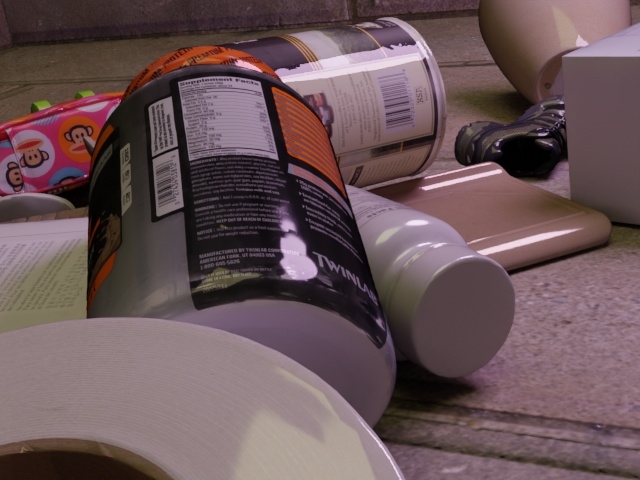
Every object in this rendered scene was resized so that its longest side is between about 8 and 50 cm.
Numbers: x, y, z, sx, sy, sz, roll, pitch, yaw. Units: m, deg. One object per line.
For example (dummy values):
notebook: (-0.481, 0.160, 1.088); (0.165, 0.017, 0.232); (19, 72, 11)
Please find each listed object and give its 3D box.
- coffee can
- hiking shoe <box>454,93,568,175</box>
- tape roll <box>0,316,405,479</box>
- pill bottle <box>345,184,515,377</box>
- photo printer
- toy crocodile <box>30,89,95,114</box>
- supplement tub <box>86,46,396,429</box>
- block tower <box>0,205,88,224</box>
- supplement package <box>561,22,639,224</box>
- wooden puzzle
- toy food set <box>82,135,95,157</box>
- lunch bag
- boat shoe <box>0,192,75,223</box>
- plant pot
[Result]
coffee can: (-0.021, -0.144, 1.144); (0.275, 0.201, 0.201); (-15, 21, -29)
hiking shoe: (0.300, -0.127, 1.304); (0.227, 0.086, 0.114); (-19, 35, -12)
tape roll: (-0.137, 0.190, 0.425); (0.392, 0.072, 0.392); (-7, 40, 6)
pill bottle: (0.060, 0.033, 0.858); (0.131, 0.131, 0.229); (-18, 22, -24)
photo printer: (-0.298, 0.077, 0.884); (0.308, 0.107, 0.256); (-4, 30, 11)
toy crocodile: (-0.421, -0.194, 1.731); (0.115, 0.105, 0.340); (-20, 28, -30)
supplement tub: (-0.074, 0.003, 0.748); (0.207, 0.207, 0.338); (-10, 41, -4)
block tower: (-0.404, 0.043, 1.073); (0.335, 0.091, 0.097); (-11, 19, -4)
supplement package: (0.392, -0.138, 1.103); (0.149, 0.194, 0.203); (10, 26, 42)
wooden puzzle: (0.170, -0.019, 1.099); (0.221, 0.044, 0.239); (-14, 25, -17)
toy food set: (-0.124, -0.109, 1.268); (0.306, 0.092, 0.220); (-20, 45, -30)
lunch bag: (-0.400, -0.122, 1.452); (0.293, 0.120, 0.258); (-20, 4, -27)
boat shoe: (-0.424, -0.027, 1.289); (0.219, 0.077, 0.070); (-8, 21, 6)
plant pot: (0.391, -0.316, 1.566); (0.256, 0.256, 0.274); (-5, 36, 9)
